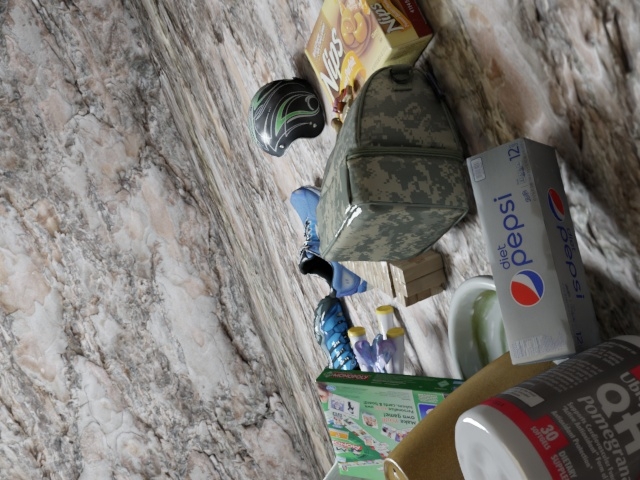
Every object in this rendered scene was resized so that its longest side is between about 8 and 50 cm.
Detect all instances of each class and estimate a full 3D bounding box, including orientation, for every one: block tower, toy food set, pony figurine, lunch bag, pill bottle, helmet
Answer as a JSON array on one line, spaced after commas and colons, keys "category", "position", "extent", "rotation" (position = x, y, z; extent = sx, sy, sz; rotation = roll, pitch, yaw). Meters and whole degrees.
[{"category": "block tower", "position": [0.132, 0.037, 1.693], "extent": [0.335, 0.097, 0.091], "rotation": [35, 141, 62]}, {"category": "toy food set", "position": [0.036, -0.237, 1.453], "extent": [0.122, 0.019, 0.078], "rotation": [115, 162, -62]}, {"category": "pony figurine", "position": [0.156, 0.360, 1.774], "extent": [0.351, 0.302, 0.364], "rotation": [-107, 6, -79]}, {"category": "lunch bag", "position": [0.111, -0.124, 1.385], "extent": [0.305, 0.212, 0.256], "rotation": [120, 146, -67]}, {"category": "pill bottle", "position": [0.332, 0.217, 0.943], "extent": [0.176, 0.318, 0.176], "rotation": [55, 158, 35]}, {"category": "helmet", "position": [-0.087, -0.281, 1.854], "extent": [0.169, 0.161, 0.169], "rotation": [55, 158, 36]}]

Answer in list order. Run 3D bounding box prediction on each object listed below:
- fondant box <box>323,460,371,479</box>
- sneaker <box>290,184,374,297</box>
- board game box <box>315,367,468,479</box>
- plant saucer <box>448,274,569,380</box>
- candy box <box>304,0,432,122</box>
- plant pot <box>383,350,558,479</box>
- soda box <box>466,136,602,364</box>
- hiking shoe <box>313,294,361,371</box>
[{"category": "fondant box", "position": [0.199, 0.475, 1.553], "extent": [0.330, 0.238, 0.096], "rotation": [35, 179, 13]}, {"category": "sneaker", "position": [0.000, 0.000, 1.948], "extent": [0.330, 0.147, 0.130], "rotation": [58, 159, 32]}, {"category": "board game box", "position": [0.158, 0.333, 1.407], "extent": [0.317, 0.046, 0.214], "rotation": [0, 116, 30]}, {"category": "plant saucer", "position": [0.348, 0.228, 1.269], "extent": [0.400, 0.100, 0.400], "rotation": [54, 157, 36]}, {"category": "candy box", "position": [0.074, -0.347, 1.431], "extent": [0.183, 0.087, 0.316], "rotation": [65, 163, 10]}, {"category": "plant pot", "position": [0.227, 0.309, 1.140], "extent": [0.237, 0.254, 0.237], "rotation": [54, 157, 35]}, {"category": "soda box", "position": [0.282, 0.016, 1.071], "extent": [0.091, 0.098, 0.286], "rotation": [-20, 74, 37]}, {"category": "hiking shoe", "position": [0.070, 0.291, 2.199], "extent": [0.132, 0.113, 0.304], "rotation": [2, 109, 38]}]
